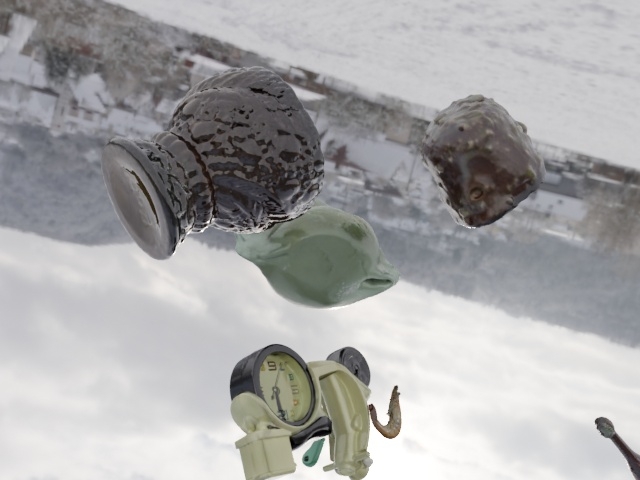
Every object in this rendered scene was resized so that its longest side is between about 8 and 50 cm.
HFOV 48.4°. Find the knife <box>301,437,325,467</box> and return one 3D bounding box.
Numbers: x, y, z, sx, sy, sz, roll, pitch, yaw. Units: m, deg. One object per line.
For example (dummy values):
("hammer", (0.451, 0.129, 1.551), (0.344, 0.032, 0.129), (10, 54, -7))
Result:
("knife", (0.009, 0.637, 2.391), (0.063, 0.260, 0.034), (7, 152, 46))

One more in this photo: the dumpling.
("dumpling", (0.014, 0.014, 1.507), (0.211, 0.270, 0.320), (-1, 144, 43))

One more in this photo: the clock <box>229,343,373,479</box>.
("clock", (-0.015, 0.337, 1.391), (0.120, 0.276, 0.379), (-31, 151, 36))

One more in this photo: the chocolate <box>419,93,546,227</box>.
("chocolate", (0.319, -0.191, 1.485), (0.210, 0.225, 0.340), (55, -158, -15))

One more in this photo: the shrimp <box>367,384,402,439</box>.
("shrimp", (0.136, 0.342, 1.455), (0.091, 0.127, 0.025), (39, 132, -21))

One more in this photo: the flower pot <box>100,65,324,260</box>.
("flower pot", (-0.173, -0.108, 1.099), (0.267, 0.267, 0.266), (-31, -149, -31))

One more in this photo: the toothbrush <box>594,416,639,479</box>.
("toothbrush", (0.537, 0.393, 1.151), (0.364, 0.041, 0.041), (47, 169, -24))
